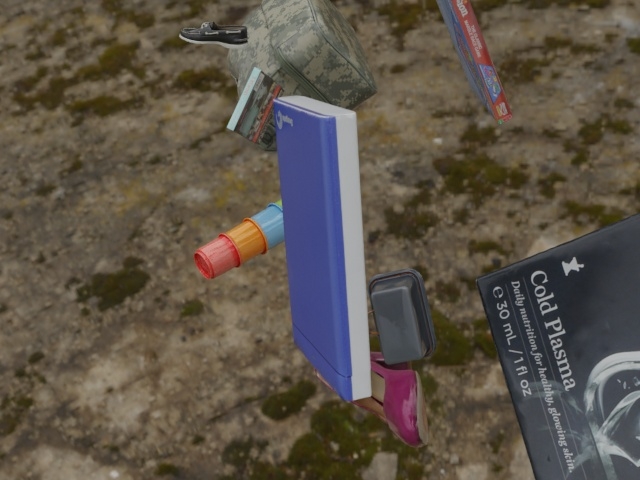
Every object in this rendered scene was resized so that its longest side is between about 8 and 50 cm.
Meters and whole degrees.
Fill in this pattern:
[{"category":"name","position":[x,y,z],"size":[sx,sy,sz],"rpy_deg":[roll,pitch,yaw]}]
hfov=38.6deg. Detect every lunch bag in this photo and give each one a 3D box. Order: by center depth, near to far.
[{"category":"lunch bag","position":[-0.058,-0.332,1.764],"size":[0.256,0.212,0.305],"rpy_deg":[-36,37,17]}]

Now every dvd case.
[{"category":"dvd case","position":[-0.085,-0.177,1.221],"size":[0.013,0.119,0.087],"rpy_deg":[26,93,11]}]

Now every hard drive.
[{"category":"hard drive","position":[0.000,0.000,1.074],"size":[0.040,0.319,0.210],"rpy_deg":[-9,16,-17]}]

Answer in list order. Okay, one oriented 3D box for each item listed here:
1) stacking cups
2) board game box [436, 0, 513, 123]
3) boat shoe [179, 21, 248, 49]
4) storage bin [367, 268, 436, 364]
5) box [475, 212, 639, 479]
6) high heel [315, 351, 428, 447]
[{"category":"stacking cups","position":[-0.102,-0.029,1.784],"size":[0.316,0.096,0.096],"rpy_deg":[-29,46,-30]},{"category":"board game box","position":[0.202,-0.315,1.319],"size":[0.027,0.281,0.145],"rpy_deg":[-25,32,7]},{"category":"boat shoe","position":[-0.183,-0.356,1.567],"size":[0.125,0.038,0.046],"rpy_deg":[13,33,16]},{"category":"storage bin","position":[0.107,0.116,1.314],"size":[0.098,0.135,0.091],"rpy_deg":[-12,2,11]},{"category":"box","position":[0.526,0.200,1.196],"size":[0.471,0.297,0.480],"rpy_deg":[-25,68,29]},{"category":"high heel","position":[0.085,0.280,1.591],"size":[0.181,0.127,0.377],"rpy_deg":[-9,6,0]}]
